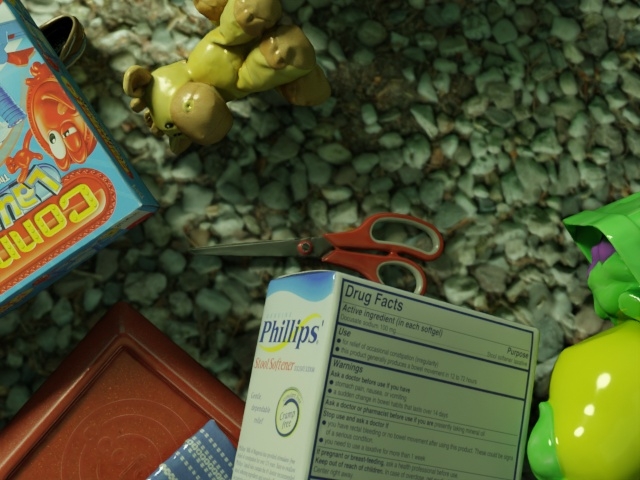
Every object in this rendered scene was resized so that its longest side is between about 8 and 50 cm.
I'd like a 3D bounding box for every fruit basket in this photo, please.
[{"bbox_3d":[0.379,0.139,0.991,0.392,0.283,0.392,0,94,5],"label":"fruit basket"}]

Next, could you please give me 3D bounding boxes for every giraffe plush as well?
[{"bbox_3d":[-0.118,-0.177,0.973,0.170,0.210,0.181,-44,116,-10],"label":"giraffe plush"}]

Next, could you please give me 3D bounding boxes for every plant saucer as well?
[{"bbox_3d":[-0.200,0.238,0.952,0.258,0.048,0.259,41,74,-3],"label":"plant saucer"}]

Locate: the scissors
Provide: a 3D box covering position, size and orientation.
[{"bbox_3d":[0.000,0.000,1.051,0.297,0.021,0.109,13,81,-9],"label":"scissors"}]

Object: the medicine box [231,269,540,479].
[{"bbox_3d":[0.066,0.201,0.929,0.263,0.149,0.289,17,76,-28],"label":"medicine box"}]

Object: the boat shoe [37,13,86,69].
[{"bbox_3d":[-0.331,-0.182,0.981,0.066,0.066,0.183,36,75,-4],"label":"boat shoe"}]

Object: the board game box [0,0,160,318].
[{"bbox_3d":[-0.376,-0.072,0.902,0.308,0.086,0.302,-35,89,1],"label":"board game box"}]

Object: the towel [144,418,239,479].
[{"bbox_3d":[-0.165,0.381,0.903,0.336,0.040,0.243,-41,107,-21],"label":"towel"}]
